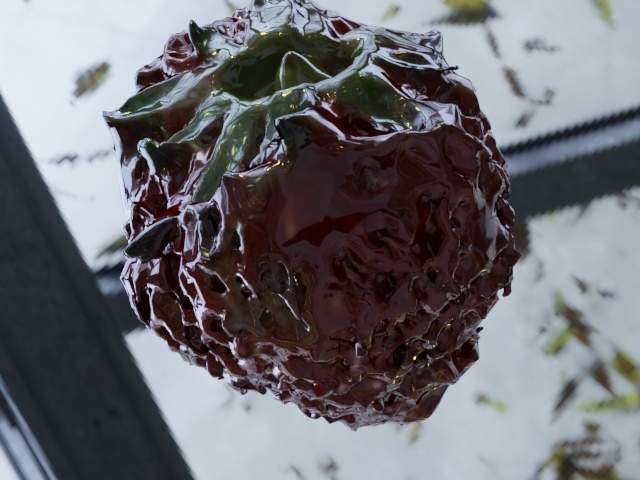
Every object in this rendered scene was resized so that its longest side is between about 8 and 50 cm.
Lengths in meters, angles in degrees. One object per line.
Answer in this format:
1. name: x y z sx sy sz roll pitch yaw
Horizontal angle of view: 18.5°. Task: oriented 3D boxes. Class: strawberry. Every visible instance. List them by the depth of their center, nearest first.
1. strawberry: 0.000 0.000 0.856 0.184 0.187 0.201 -57 -41 -37
